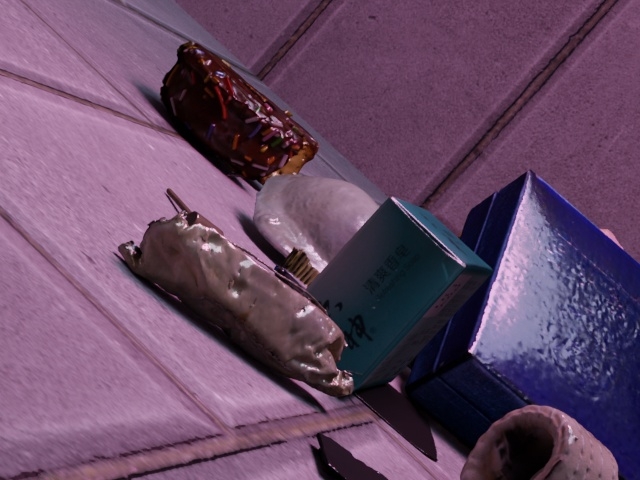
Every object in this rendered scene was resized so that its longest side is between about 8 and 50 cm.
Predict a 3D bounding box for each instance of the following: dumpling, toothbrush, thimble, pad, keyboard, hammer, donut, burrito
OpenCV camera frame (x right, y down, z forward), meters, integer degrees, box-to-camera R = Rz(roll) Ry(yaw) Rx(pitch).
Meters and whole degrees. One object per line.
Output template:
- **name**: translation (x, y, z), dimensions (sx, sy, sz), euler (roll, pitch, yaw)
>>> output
- **dumpling**: translation (0.003, 0.006, 2.029), dimensions (0.217, 0.149, 0.105), euler (53, -27, 34)
- **toothbrush**: translation (0.082, 0.115, 1.962), dimensions (0.413, 0.042, 0.035), euler (39, 6, -43)
- **thimble**: translation (0.187, 0.202, 1.633), dimensions (0.090, 0.115, 0.102), euler (38, 5, -39)
- **pad**: translation (0.005, 0.098, 1.743), dimensions (0.267, 0.004, 0.181), euler (42, 6, -7)
- **keyboard**: translation (0.072, 0.209, 1.350), dimensions (0.196, 0.015, 0.074), euler (40, 10, -12)
- **hammer**: translation (-0.124, -0.026, 1.766), dimensions (0.035, 0.019, 0.110), euler (38, 2, -31)
- **donut**: translation (-0.107, -0.146, 2.329), dimensions (0.216, 0.096, 0.230), euler (39, 6, -5)
- **burrito**: translation (-0.052, 0.052, 1.448), dimensions (0.229, 0.063, 0.058), euler (37, -20, -30)

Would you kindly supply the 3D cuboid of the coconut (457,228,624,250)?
- **coconut**: translation (0.252, 0.105, 2.201), dimensions (0.233, 0.245, 0.233), euler (3, 1, 0)

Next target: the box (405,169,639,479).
- **box**: translation (0.246, 0.114, 1.953), dimensions (0.261, 0.116, 0.279), euler (39, 44, -15)

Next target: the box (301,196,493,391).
- **box**: translation (0.062, 0.050, 1.703), dimensions (0.092, 0.153, 0.245), euler (43, 5, 9)
